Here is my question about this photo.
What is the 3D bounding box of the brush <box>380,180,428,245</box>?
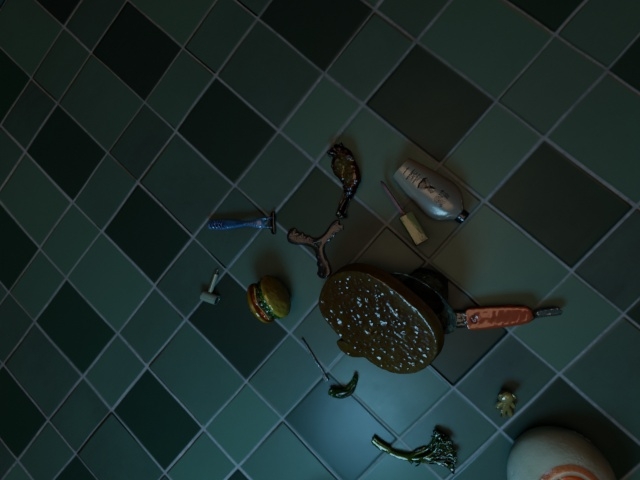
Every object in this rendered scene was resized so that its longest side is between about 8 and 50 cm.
[{"bbox_3d":[0.256,-0.092,1.254,0.047,0.103,0.233,-32,82,9],"label":"brush"}]

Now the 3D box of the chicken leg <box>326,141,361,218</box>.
[{"bbox_3d":[0.081,-0.197,1.323,0.106,0.051,0.253,-4,90,20],"label":"chicken leg"}]

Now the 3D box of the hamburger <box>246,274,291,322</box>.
[{"bbox_3d":[-0.171,0.196,1.333,0.115,0.162,0.162,-30,83,14],"label":"hamburger"}]

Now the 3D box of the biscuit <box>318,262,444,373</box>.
[{"bbox_3d":[0.171,0.249,1.241,0.394,0.070,0.350,44,129,4],"label":"biscuit"}]

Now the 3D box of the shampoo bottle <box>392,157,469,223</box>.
[{"bbox_3d":[0.347,-0.146,1.242,0.257,0.078,0.127,40,95,8],"label":"shampoo bottle"}]

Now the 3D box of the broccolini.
[{"bbox_3d":[0.297,0.648,1.276,0.272,0.062,0.123,5,82,16],"label":"broccolini"}]

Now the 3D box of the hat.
[{"bbox_3d":[0.318,0.154,1.219,0.266,0.265,0.128,32,61,12],"label":"hat"}]

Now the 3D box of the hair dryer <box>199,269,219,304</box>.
[{"bbox_3d":[-0.386,0.165,1.450,0.063,0.038,0.124,18,87,11],"label":"hair dryer"}]

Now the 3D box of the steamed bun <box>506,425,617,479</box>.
[{"bbox_3d":[0.674,0.680,1.115,0.283,0.177,0.282,0,90,13],"label":"steamed bun"}]

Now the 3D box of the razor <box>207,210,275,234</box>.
[{"bbox_3d":[-0.282,-0.060,1.417,0.253,0.042,0.081,-1,91,15],"label":"razor"}]

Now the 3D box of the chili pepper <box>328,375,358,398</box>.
[{"bbox_3d":[0.082,0.497,1.334,0.118,0.035,0.055,-33,100,16],"label":"chili pepper"}]

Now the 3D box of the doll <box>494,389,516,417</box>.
[{"bbox_3d":[0.558,0.495,1.208,0.062,0.051,0.093,-7,90,7],"label":"doll"}]

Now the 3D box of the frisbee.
[{"bbox_3d":[0.000,0.000,1.362,0.211,0.012,0.187,44,99,11],"label":"frisbee"}]

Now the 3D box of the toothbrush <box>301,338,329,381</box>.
[{"bbox_3d":[-0.021,0.409,1.370,0.014,0.011,0.167,-35,83,17],"label":"toothbrush"}]

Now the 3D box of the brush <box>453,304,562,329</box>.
[{"bbox_3d":[0.548,0.227,1.208,0.324,0.051,0.070,-10,85,14],"label":"brush"}]
